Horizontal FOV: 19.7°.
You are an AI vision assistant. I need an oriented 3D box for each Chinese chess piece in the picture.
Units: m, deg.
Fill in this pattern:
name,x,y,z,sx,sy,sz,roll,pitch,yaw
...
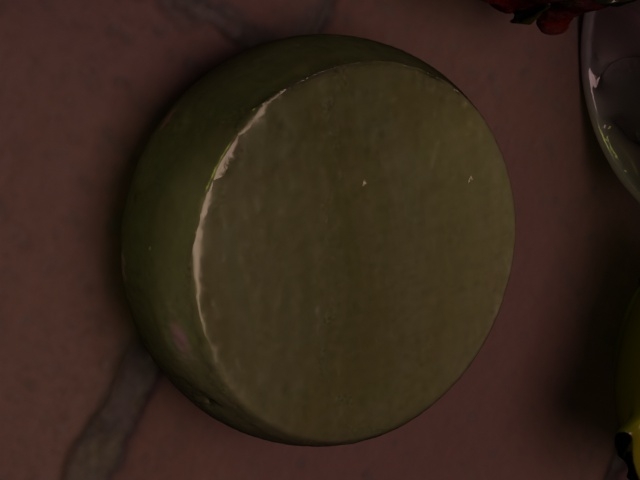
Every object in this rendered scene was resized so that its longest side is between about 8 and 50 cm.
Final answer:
name,x,y,z,sx,sy,sz,roll,pitch,yaw
Chinese chess piece,0.000,0.000,1.117,0.250,0.101,0.250,-8,106,-31

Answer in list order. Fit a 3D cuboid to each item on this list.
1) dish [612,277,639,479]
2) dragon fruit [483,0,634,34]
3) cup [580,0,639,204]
name,x,y,z,sx,sy,sz,roll,pitch,yaw
dish,0.292,0.087,1.323,0.262,0.108,0.221,12,95,-36
dragon fruit,0.139,-0.267,1.114,0.198,0.200,0.269,-14,77,-39
cup,0.366,-0.137,1.255,0.317,0.212,0.212,-14,109,-30
